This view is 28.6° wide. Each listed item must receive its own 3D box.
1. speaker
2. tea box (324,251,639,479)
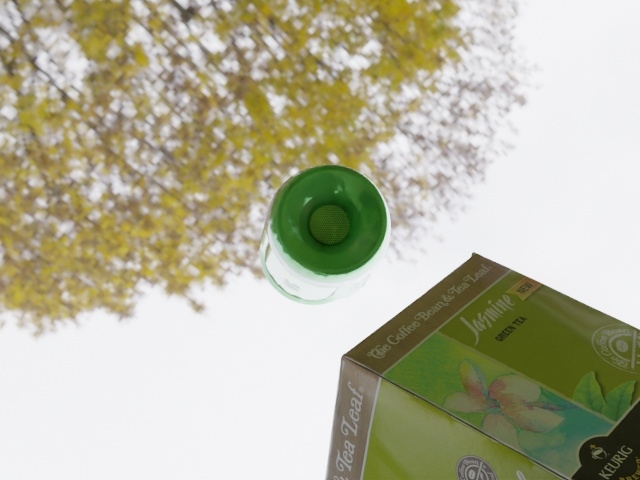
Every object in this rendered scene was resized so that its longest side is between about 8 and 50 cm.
[{"bbox_3d":[0.000,0.000,1.353,0.131,0.296,0.131,1,-98,-4],"label":"speaker"},{"bbox_3d":[0.185,0.243,1.081,0.324,0.329,0.220,27,-141,26],"label":"tea box"}]
